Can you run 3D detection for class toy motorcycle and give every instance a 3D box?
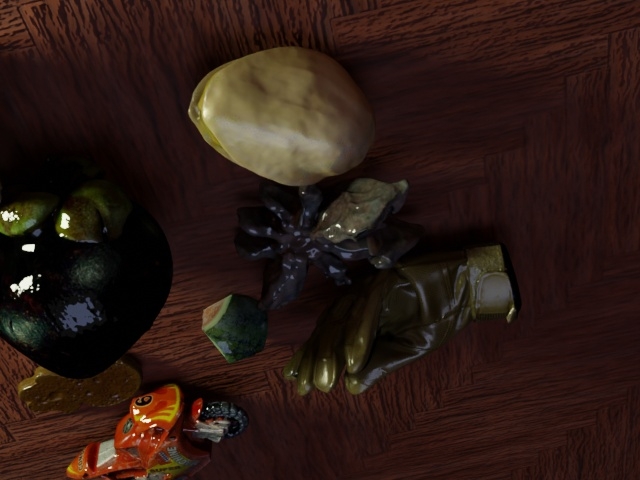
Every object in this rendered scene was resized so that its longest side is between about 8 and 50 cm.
[{"bbox_3d":[-0.243,0.303,1.629,0.171,0.089,0.298,27,128,-33],"label":"toy motorcycle"}]

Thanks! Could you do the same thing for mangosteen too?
[{"bbox_3d":[-0.282,0.026,1.229,0.243,0.243,0.243,-5,139,-5],"label":"mangosteen"}]

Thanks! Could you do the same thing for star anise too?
[{"bbox_3d":[0.004,-0.002,1.320,0.258,0.110,0.198,-17,139,18],"label":"star anise"}]

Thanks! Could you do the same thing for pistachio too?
[{"bbox_3d":[-0.038,-0.135,1.163,0.201,0.117,0.145,16,95,-16],"label":"pistachio"}]

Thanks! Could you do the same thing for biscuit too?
[{"bbox_3d":[-0.339,0.199,1.541,0.175,0.026,0.124,-14,137,5],"label":"biscuit"}]

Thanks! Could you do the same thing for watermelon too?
[{"bbox_3d":[-0.116,0.113,1.474,0.092,0.072,0.084,-40,131,-23],"label":"watermelon"}]

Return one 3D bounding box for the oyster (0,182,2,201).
[{"bbox_3d":[-0.401,-0.101,1.117,0.166,0.110,0.341,11,129,-3],"label":"oyster"}]

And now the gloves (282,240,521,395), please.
[{"bbox_3d":[0.098,0.099,1.429,0.331,0.141,0.154,-22,164,0],"label":"gloves"}]
